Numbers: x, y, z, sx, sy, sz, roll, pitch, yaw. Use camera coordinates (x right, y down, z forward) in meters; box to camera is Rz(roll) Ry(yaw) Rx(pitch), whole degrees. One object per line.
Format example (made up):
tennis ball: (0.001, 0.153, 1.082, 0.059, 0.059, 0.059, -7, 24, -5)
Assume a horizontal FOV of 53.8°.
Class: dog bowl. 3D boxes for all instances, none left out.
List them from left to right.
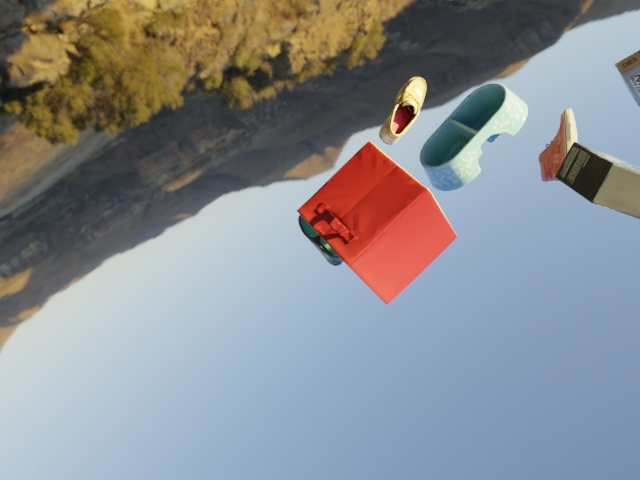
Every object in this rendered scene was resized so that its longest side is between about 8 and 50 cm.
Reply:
dog bowl: (0.360, -0.256, 1.522, 0.297, 0.074, 0.166, -48, -146, 4)

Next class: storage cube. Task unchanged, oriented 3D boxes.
storage cube: (0.109, -0.031, 1.193, 0.193, 0.215, 0.183, -44, -129, 2)

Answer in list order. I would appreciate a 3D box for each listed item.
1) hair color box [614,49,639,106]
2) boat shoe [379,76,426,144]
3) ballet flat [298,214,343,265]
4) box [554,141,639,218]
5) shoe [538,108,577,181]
hair color box: (1.035, -0.534, 1.755, 0.374, 0.113, 0.185, -29, -168, 28)
boat shoe: (0.188, -0.283, 1.357, 0.170, 0.063, 0.059, -63, -166, -12)
ballet flat: (0.000, 0.000, 1.702, 0.070, 0.188, 0.070, -27, 146, -20)
box: (0.623, -0.127, 1.353, 0.158, 0.156, 0.093, -110, -141, -62)
shoe: (0.561, -0.224, 1.494, 0.081, 0.178, 0.063, -6, 163, 33)
